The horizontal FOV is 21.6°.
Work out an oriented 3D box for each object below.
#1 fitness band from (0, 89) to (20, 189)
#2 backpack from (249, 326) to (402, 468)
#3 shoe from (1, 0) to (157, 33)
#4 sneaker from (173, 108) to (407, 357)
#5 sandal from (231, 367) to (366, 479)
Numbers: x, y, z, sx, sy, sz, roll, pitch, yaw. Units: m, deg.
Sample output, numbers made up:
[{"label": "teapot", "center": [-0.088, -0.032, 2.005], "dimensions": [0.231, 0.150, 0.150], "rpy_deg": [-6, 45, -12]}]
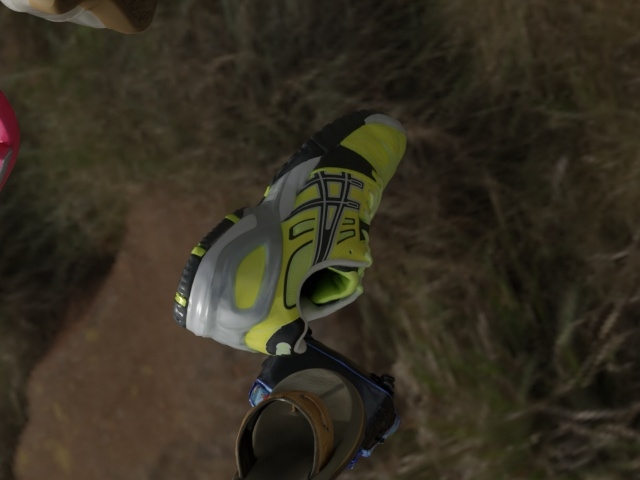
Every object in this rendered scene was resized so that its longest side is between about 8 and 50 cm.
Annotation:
[{"label": "fitness band", "center": [-0.483, -0.132, 2.091], "dimensions": [0.209, 0.054, 0.291], "rpy_deg": [35, 141, -3]}, {"label": "backpack", "center": [0.012, 0.191, 1.930], "dimensions": [0.158, 0.117, 0.173], "rpy_deg": [30, 169, 19]}, {"label": "shoe", "center": [-0.119, -0.143, 0.809], "dimensions": [0.058, 0.219, 0.077], "rpy_deg": [13, 97, 6]}, {"label": "sneaker", "center": [0.000, 0.000, 1.798], "dimensions": [0.147, 0.385, 0.145], "rpy_deg": [29, 139, 15]}, {"label": "sandal", "center": [-0.022, 0.117, 0.951], "dimensions": [0.072, 0.180, 0.049], "rpy_deg": [-10, 113, 22]}]
